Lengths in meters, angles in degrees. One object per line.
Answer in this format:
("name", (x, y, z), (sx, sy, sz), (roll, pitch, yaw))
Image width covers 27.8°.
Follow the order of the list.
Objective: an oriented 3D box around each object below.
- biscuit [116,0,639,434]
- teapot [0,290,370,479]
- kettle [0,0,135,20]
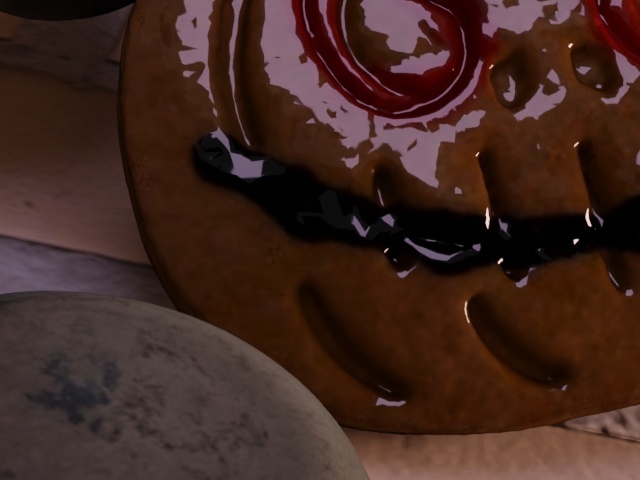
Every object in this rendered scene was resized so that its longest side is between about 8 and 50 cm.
("biscuit", (0.089, -0.072, 0.608), (0.367, 0.063, 0.314), (-9, 80, -15))
("teapot", (-0.076, 0.107, 0.398), (0.294, 0.129, 0.193), (12, 33, -8))
("kettle", (-0.176, -0.266, 0.656), (0.321, 0.228, 0.324), (24, 36, -37))
